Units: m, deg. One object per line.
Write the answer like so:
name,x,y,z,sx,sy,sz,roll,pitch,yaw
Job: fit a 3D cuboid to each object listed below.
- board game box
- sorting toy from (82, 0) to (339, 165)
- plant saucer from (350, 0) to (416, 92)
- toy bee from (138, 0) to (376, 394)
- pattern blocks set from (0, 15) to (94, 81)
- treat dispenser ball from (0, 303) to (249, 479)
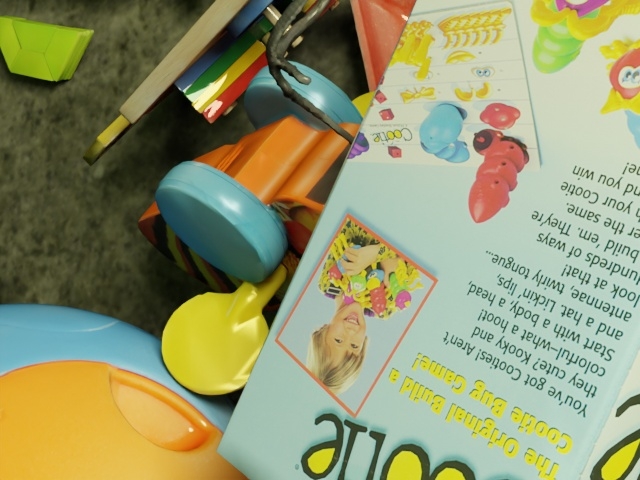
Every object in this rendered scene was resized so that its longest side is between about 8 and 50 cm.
board game box,0.105,-0.005,0.391,0.144,0.142,0.275,27,94,45
sorting toy,-0.041,-0.119,0.614,0.046,0.132,0.274,46,131,-9
plant saucer,0.161,-0.069,0.578,0.258,0.047,0.259,-17,75,22
toy bee,0.000,0.000,0.521,0.162,0.298,0.195,42,88,-6
pattern blocks set,-0.192,-0.258,0.749,0.325,0.026,0.285,21,110,25
treat dispenser ball,-0.158,0.177,0.553,0.288,0.288,0.288,-5,79,25
